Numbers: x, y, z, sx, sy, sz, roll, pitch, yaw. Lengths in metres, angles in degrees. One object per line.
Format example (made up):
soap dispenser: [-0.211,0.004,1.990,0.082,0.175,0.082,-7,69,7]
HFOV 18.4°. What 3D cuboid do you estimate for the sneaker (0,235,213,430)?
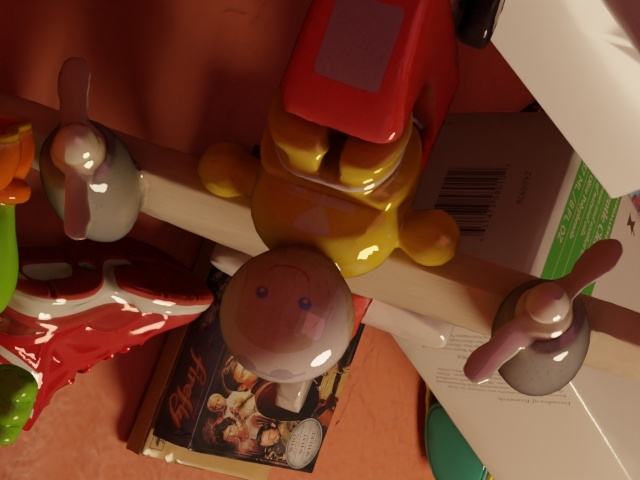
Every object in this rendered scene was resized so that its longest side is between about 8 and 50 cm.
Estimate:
sneaker: [-0.182,0.069,1.458,0.221,0.087,0.128,5,122,-52]

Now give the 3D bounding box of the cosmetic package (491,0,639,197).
cosmetic package: [0.166,-0.249,1.478,0.377,0.097,0.284,45,30,-45]

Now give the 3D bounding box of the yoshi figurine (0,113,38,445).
yoshi figurine: [-0.291,0.093,1.257,0.203,0.203,0.362,-1,109,-31]

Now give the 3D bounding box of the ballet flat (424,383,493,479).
ballet flat: [0.134,0.130,1.818,0.077,0.077,0.231,-47,135,-47]

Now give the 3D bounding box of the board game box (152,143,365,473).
board game box: [-0.029,0.060,1.592,0.165,0.042,0.243,18,92,-50]

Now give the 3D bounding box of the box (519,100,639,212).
box: [0.230,-0.061,1.859,0.233,0.044,0.159,-35,129,-34]

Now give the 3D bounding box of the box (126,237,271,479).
box: [-0.065,0.093,1.617,0.164,0.021,0.201,22,88,-51]

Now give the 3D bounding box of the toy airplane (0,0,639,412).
toy airplane: [0.000,0.000,1.326,0.384,0.386,0.272,52,41,-26]

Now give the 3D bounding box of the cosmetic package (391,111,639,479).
cosmetic package: [0.196,0.073,1.700,0.365,0.155,0.197,52,50,-44]
